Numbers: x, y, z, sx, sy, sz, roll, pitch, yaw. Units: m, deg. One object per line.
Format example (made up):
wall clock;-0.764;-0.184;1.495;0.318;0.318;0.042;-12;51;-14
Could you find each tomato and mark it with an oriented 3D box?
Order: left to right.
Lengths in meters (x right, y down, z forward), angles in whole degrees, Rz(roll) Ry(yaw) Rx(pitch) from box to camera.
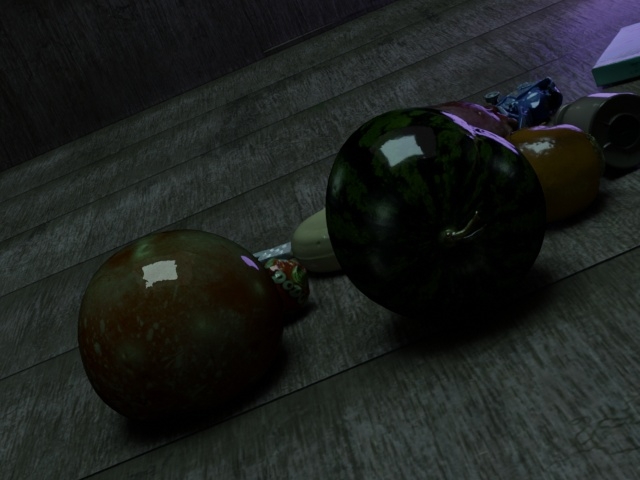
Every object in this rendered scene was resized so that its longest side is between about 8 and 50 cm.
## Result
tomato;-0.185;0.096;1.577;0.270;0.223;0.270;-19;21;8

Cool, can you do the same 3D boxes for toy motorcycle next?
toy motorcycle;0.343;-0.222;2.078;0.114;0.076;0.205;0;29;38

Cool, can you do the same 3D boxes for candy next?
candy;-0.102;0.078;1.805;0.287;0.078;0.084;-11;56;61

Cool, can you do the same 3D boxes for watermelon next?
watermelon;0.132;-0.031;1.472;0.269;0.269;0.269;-21;18;7

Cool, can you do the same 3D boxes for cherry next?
cherry;0.164;-0.111;1.768;0.249;0.175;0.192;-13;18;-25

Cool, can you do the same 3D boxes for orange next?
orange;0.308;-0.092;1.656;0.156;0.134;0.156;2;16;-1

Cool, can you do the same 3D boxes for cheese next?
cheese;-0.006;0.009;1.843;0.248;0.071;0.163;-23;17;2

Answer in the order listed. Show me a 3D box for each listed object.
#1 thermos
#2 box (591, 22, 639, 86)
thermos;0.390;-0.152;1.780;0.137;0.105;0.193;-56;16;1
box;0.581;-0.342;2.156;0.162;0.041;0.229;-13;20;32
